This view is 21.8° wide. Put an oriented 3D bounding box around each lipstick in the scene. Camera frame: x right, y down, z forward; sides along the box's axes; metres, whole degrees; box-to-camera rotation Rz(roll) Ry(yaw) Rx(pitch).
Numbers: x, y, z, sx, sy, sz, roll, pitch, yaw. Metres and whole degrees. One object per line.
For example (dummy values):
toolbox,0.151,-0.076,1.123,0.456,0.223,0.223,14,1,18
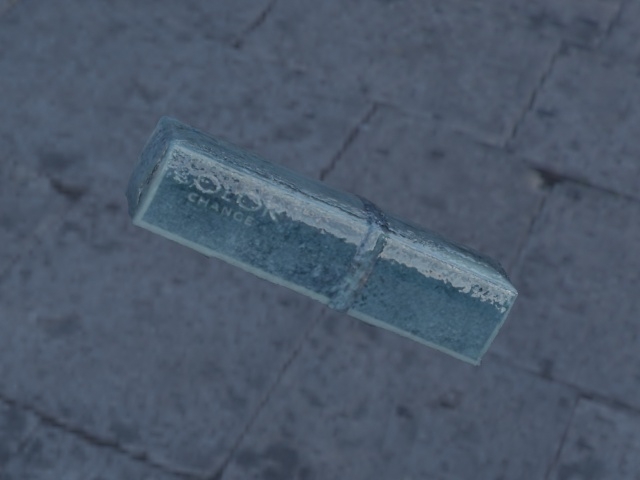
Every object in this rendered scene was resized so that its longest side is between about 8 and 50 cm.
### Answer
lipstick,0.000,0.000,1.196,0.290,0.077,0.076,23,18,-20
